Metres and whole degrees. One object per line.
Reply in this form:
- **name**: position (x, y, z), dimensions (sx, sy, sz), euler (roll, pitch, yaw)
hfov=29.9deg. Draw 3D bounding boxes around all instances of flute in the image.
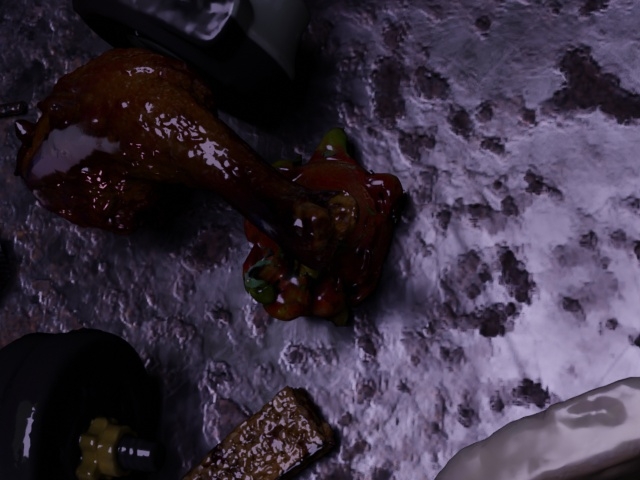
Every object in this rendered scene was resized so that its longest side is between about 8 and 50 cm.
- **flute**: position (-0.407, -0.113, 1.181), dimensions (0.269, 0.014, 0.014), euler (-7, 74, 20)

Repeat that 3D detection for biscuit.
- **biscuit**: position (-0.076, 0.199, 0.959), dimensions (0.199, 0.034, 0.064), euler (-41, 66, 6)

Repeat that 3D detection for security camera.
- **security camera**: position (-0.061, -0.263, 0.989), dimensions (0.197, 0.191, 0.277), euler (27, 85, 20)

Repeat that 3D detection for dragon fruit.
- **dragon fruit**: position (0.000, 0.000, 0.949), dimensions (0.138, 0.175, 0.142), euler (-28, 98, 23)

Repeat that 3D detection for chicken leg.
- **chicken leg**: position (-0.133, -0.065, 0.922), dimensions (0.407, 0.096, 0.158), euler (12, 122, 45)

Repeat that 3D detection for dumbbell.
- **dumbbell**: position (-0.300, 0.151, 0.978), dimensions (0.388, 0.185, 0.185), euler (5, 78, 22)

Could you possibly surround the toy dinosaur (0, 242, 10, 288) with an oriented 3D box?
- **toy dinosaur**: position (-0.327, 0.031, 1.097), dimensions (0.080, 0.045, 0.197), euler (-3, 82, 7)

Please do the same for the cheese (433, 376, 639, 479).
- **cheese**: position (0.233, 0.238, 0.764), dimensions (0.292, 0.153, 0.332), euler (-47, 67, 4)
